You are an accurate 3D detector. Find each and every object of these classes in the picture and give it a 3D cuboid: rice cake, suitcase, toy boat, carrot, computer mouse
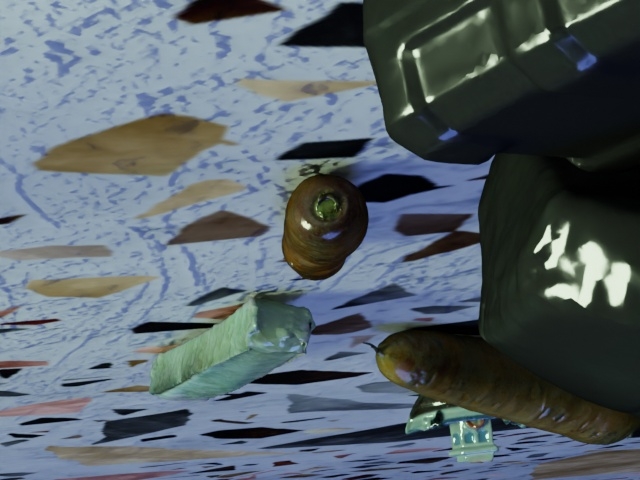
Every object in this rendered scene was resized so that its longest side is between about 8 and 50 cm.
[{"bbox_3d":[-0.056,0.068,1.032,0.043,0.034,0.211,9,164,-20],"label":"rice cake"},{"bbox_3d":[0.176,-0.068,0.441,0.285,0.066,0.206,2,165,-32],"label":"suitcase"},{"bbox_3d":[0.142,0.156,1.451,0.140,0.066,0.059,-5,171,0],"label":"toy boat"},{"bbox_3d":[0.122,0.092,1.173,0.078,0.078,0.298,-17,158,42],"label":"carrot"},{"bbox_3d":[0.119,0.018,0.549,0.137,0.086,0.270,8,-171,-1],"label":"computer mouse"},{"bbox_3d":[-0.002,0.001,0.754,0.035,0.036,0.165,-4,170,-5],"label":"carrot"}]
